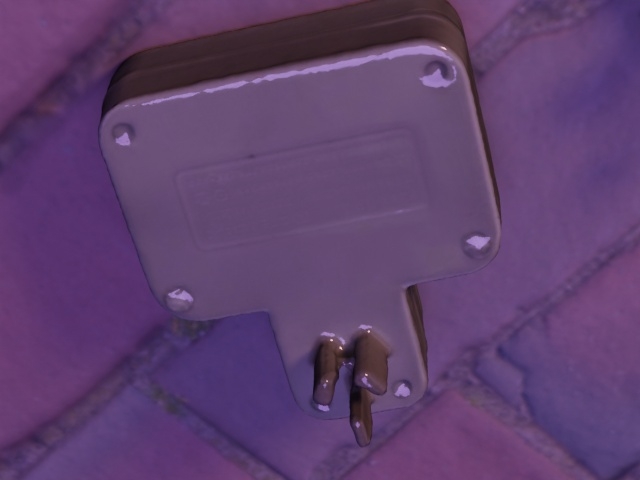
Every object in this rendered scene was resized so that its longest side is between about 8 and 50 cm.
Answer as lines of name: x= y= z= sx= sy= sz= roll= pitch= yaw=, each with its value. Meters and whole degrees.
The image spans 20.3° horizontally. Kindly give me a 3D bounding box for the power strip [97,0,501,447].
power strip: x=0.000 y=0.000 z=1.126 sx=0.229 sy=0.141 sz=0.261 roll=-11 pitch=121 yaw=8
